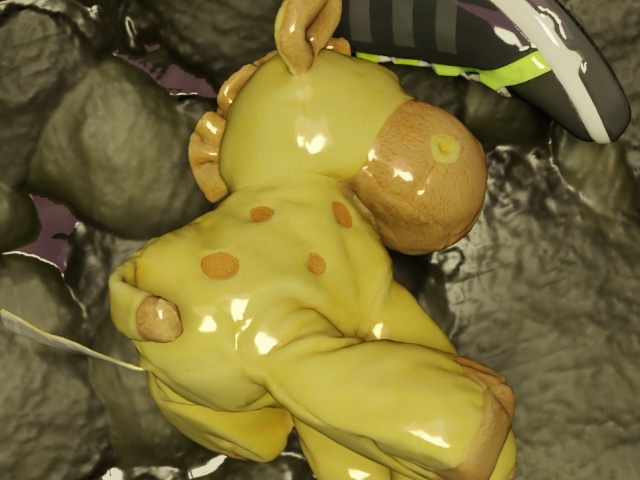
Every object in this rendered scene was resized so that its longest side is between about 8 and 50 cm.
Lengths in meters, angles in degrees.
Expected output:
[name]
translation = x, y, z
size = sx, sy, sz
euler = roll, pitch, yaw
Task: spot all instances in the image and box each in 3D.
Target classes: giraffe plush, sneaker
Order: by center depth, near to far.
[giraffe plush]
translation = 0.000, 0.000, 0.518
size = 0.210, 0.181, 0.170
euler = 27, 69, -15
[sneaker]
translation = 0.040, -0.112, 0.588
size = 0.235, 0.084, 0.097
euler = 42, 106, 5
